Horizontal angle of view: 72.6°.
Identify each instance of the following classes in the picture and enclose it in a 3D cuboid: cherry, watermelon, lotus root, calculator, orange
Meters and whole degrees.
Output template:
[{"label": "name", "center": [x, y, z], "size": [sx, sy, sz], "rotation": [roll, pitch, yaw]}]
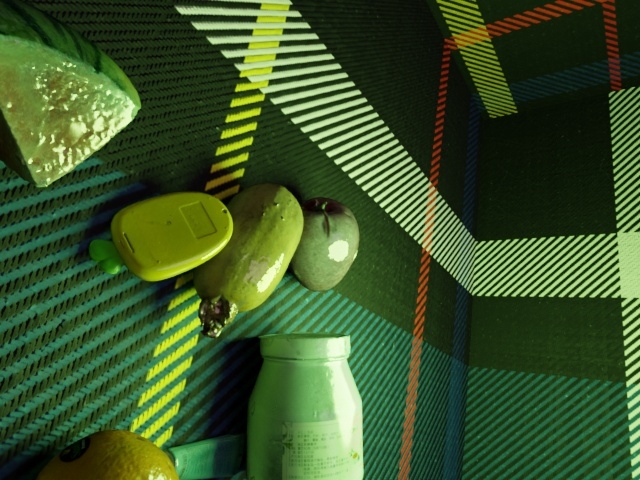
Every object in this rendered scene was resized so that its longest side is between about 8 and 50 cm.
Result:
[{"label": "cherry", "center": [0.000, 0.000, 1.043], "size": [0.213, 0.183, 0.266], "rotation": [-49, 151, -59]}, {"label": "watermelon", "center": [-0.382, -0.192, 0.536], "size": [0.201, 0.213, 0.261], "rotation": [-63, 151, 2]}, {"label": "lotus root", "center": [-0.146, 0.027, 0.849], "size": [0.151, 0.169, 0.343], "rotation": [115, 0, -55]}, {"label": "calculator", "center": [-0.261, -0.011, 0.735], "size": [0.234, 0.032, 0.146], "rotation": [-25, 74, -31]}, {"label": "orange", "center": [-0.290, 0.359, 0.592], "size": [0.206, 0.206, 0.206], "rotation": [8, 80, -54]}]

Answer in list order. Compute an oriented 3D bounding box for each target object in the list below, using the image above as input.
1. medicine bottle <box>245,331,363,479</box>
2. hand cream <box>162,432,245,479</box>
[{"label": "medicine bottle", "center": [-0.035, 0.343, 0.916], "size": [0.245, 0.245, 0.290], "rotation": [8, 77, -54]}, {"label": "hand cream", "center": [-0.221, 0.411, 0.823], "size": [0.224, 0.048, 0.083], "rotation": [34, 60, -55]}]
